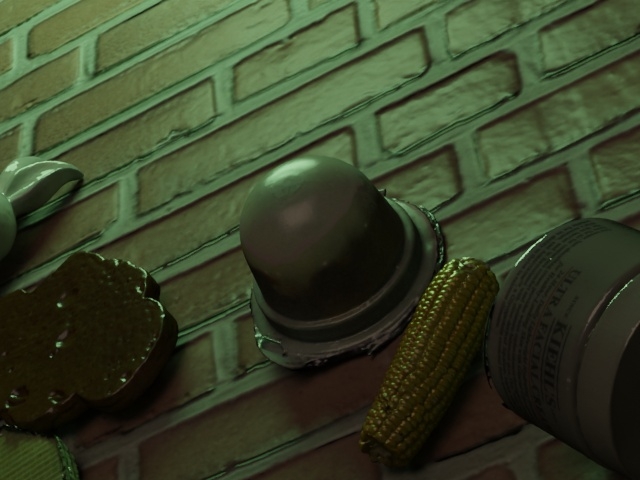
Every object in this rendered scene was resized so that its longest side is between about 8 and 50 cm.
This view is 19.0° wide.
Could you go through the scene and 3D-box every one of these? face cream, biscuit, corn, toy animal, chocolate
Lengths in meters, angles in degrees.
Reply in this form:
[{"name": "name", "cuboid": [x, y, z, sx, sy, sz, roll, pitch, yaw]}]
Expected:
[{"name": "face cream", "cuboid": [0.236, 0.083, 1.458, 0.177, 0.177, 0.153, -49, 37, -12]}, {"name": "biscuit", "cuboid": [-0.290, 0.271, 1.817, 0.147, 0.046, 0.250, -34, 38, 8]}, {"name": "corn", "cuboid": [0.096, 0.102, 1.649, 0.067, 0.067, 0.206, 5, 56, 43]}, {"name": "toy animal", "cuboid": [-0.376, -0.038, 2.146, 0.103, 0.131, 0.221, -16, 38, 49]}, {"name": "biscuit", "cuboid": [-0.255, 0.108, 1.958, 0.290, 0.041, 0.208, 14, 61, 48]}, {"name": "chocolate", "cuboid": [-0.008, 0.003, 1.775, 0.221, 0.147, 0.221, -22, 44, 23]}]
